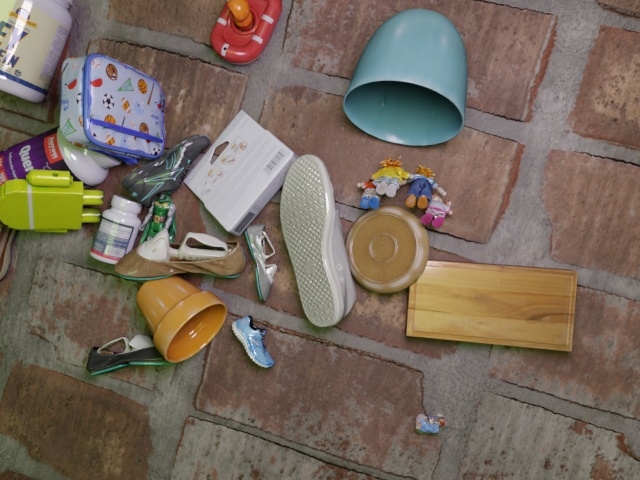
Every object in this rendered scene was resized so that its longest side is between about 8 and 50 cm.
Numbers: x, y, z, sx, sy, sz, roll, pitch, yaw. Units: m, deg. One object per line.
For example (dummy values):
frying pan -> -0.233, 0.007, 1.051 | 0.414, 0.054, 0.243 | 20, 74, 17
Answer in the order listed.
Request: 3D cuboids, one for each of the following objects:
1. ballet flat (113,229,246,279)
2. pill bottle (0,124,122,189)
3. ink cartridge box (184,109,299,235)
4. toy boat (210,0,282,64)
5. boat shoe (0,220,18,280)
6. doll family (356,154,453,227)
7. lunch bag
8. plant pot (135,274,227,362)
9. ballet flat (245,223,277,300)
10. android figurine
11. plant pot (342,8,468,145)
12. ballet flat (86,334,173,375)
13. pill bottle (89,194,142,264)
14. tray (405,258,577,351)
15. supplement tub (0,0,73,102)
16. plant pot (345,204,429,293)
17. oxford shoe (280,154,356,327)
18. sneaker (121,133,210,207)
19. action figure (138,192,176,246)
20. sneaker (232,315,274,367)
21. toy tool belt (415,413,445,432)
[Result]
ballet flat -> -0.368, 0.033, 1.264 | 0.341, 0.116, 0.124 | 2, 125, -11
pill bottle -> -0.727, -0.210, 1.316 | 0.322, 0.181, 0.182 | -21, 88, 7
ink cartridge box -> -0.222, -0.190, 1.321 | 0.275, 0.060, 0.239 | -49, 62, 5
toy boat -> -0.208, -0.592, 1.265 | 0.150, 0.151, 0.231 | 27, 94, 6
boat shoe -> -0.964, -0.032, 1.377 | 0.122, 0.120, 0.325 | 5, 91, 6
doll family -> 0.228, -0.144, 1.223 | 0.262, 0.163, 0.119 | 17, 125, 6
lunch bag -> -0.524, -0.329, 1.239 | 0.114, 0.303, 0.244 | -1, 90, 20
plant pot -> -0.391, 0.190, 1.286 | 0.188, 0.205, 0.205 | 39, 95, 20
ballet flat -> -0.154, 0.059, 1.309 | 0.068, 0.072, 0.214 | -13, 89, 0
android figurine -> -0.729, -0.095, 1.266 | 0.272, 0.248, 0.056 | -1, 57, -28
plant pot -> 0.223, -0.406, 1.159 | 0.292, 0.293, 0.236 | 13, 78, 6
ballet flat -> -0.536, 0.319, 1.348 | 0.280, 0.095, 0.096 | -9, 78, 7
pill bottle -> -0.567, -0.031, 1.337 | 0.107, 0.108, 0.180 | 20, 92, 6
tray -> 0.436, 0.163, 1.239 | 0.409, 0.076, 0.203 | 4, 91, 6
supplement tub -> -0.831, -0.570, 1.296 | 0.235, 0.235, 0.325 | 23, 93, 6
plant pot -> 0.166, 0.021, 1.250 | 0.236, 0.032, 0.237 | -3, 83, 25
oxford shoe -> 0.000, 0.000, 1.259 | 0.169, 0.130, 0.450 | -10, 91, 38
sneaker -> -0.409, -0.196, 1.316 | 0.267, 0.101, 0.106 | -36, 100, -8
action figure -> -0.461, -0.033, 1.351 | 0.137, 0.063, 0.233 | 9, 88, 10
sneaker -> -0.175, 0.279, 1.318 | 0.073, 0.063, 0.162 | -36, 87, 3
toy tool belt -> 0.295, 0.493, 1.269 | 0.083, 0.051, 0.052 | -2, 91, 6
